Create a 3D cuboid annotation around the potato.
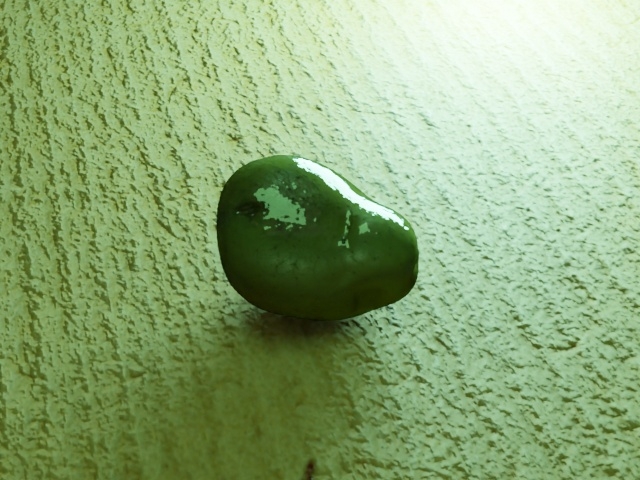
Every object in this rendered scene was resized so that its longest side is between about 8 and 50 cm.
[{"bbox_3d":[0.000,0.000,0.894,0.194,0.157,0.157,10,44,10],"label":"potato"}]
